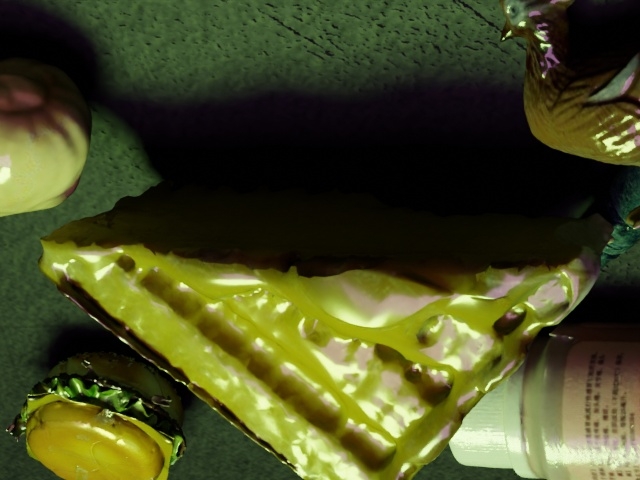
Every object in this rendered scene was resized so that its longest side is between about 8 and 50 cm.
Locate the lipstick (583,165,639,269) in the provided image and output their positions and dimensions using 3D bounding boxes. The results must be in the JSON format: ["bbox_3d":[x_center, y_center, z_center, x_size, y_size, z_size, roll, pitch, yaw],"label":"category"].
[{"bbox_3d":[0.217,-0.004,1.488,0.053,0.053,0.234,20,149,-6],"label":"lipstick"}]

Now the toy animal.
[{"bbox_3d":[0.209,-0.109,1.306,0.188,0.089,0.179,-20,107,39],"label":"toy animal"}]

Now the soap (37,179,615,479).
[{"bbox_3d":[0.000,0.000,1.481,0.338,0.169,0.304,37,122,1],"label":"soap"}]

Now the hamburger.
[{"bbox_3d":[-0.200,0.169,1.868,0.164,0.093,0.189,24,144,-8],"label":"hamburger"}]

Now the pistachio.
[{"bbox_3d":[-0.260,-0.069,1.524,0.200,0.117,0.145,-17,121,40],"label":"pistachio"}]

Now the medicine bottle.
[{"bbox_3d":[0.231,0.134,1.597,0.247,0.147,0.147,-1,143,24],"label":"medicine bottle"}]
